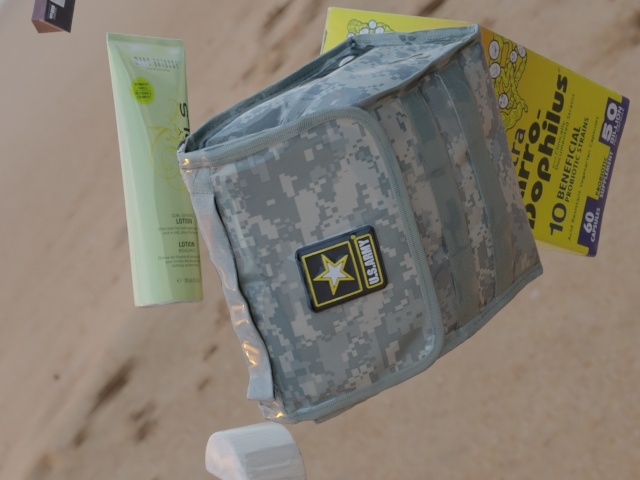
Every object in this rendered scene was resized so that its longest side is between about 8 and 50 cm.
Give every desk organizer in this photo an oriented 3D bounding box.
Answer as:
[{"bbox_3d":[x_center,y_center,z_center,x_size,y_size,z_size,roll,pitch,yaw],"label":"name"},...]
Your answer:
[{"bbox_3d":[-0.311,-0.306,2.020,0.050,0.047,0.130,0,78,34],"label":"desk organizer"}]

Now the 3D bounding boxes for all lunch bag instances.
[{"bbox_3d":[0.026,-0.015,1.391,0.169,0.235,0.287,1,26,42],"label":"lunch bag"}]

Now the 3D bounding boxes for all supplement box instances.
[{"bbox_3d":[0.163,-0.114,1.938,0.195,0.356,0.194,11,88,38],"label":"supplement box"}]

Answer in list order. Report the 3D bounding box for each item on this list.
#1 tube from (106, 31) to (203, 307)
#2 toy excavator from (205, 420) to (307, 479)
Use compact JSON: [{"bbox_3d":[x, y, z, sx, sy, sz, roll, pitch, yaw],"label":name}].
[{"bbox_3d":[-0.142,-0.062,1.534,0.062,0.240,0.070,-5,-5,0],"label":"tube"},{"bbox_3d":[-0.036,0.492,2.028,0.222,0.433,0.445,-9,35,-26],"label":"toy excavator"}]
